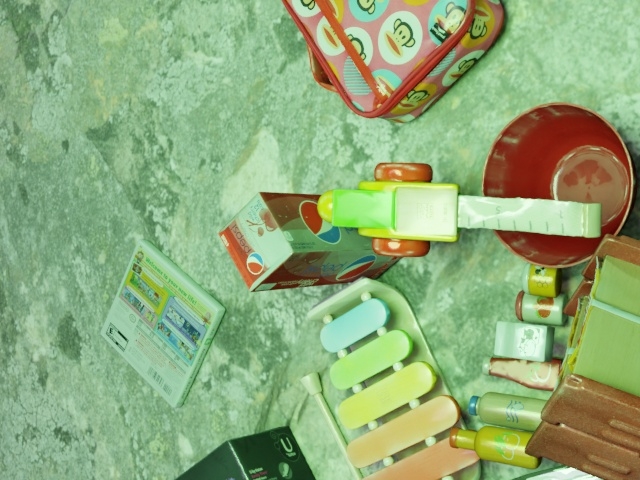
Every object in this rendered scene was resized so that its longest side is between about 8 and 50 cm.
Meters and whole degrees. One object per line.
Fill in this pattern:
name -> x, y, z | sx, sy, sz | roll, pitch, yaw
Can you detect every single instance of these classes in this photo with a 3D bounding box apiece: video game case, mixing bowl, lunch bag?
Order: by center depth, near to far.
mixing bowl -> 0.286, -0.061, 1.020 | 0.181, 0.098, 0.182 | 1, 92, 42
lunch bag -> 0.071, -0.305, 1.174 | 0.258, 0.120, 0.293 | -44, 65, 32
video game case -> -0.263, 0.134, 1.473 | 0.212, 0.023, 0.193 | 37, 111, 31

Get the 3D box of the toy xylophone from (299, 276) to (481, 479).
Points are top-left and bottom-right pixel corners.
toy xylophone -> 0.079, 0.222, 1.189 | 0.236, 0.081, 0.323 | -43, 67, 29

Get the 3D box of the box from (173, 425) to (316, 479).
box -> -0.078, 0.424, 1.266 | 0.165, 0.143, 0.270 | -40, 68, 27

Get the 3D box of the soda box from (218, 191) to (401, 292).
soda box -> 0.000, 0.000, 1.131 | 0.083, 0.263, 0.092 | -42, 67, 29

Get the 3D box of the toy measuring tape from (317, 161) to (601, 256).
toy measuring tape -> 0.155, -0.033, 1.029 | 0.329, 0.121, 0.122 | 3, 92, 23

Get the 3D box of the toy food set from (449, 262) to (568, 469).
toy food set -> 0.224, 0.140, 1.057 | 0.104, 0.111, 0.233 | 4, 87, 28

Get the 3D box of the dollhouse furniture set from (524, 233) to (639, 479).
dollhouse furniture set -> 0.413, 0.165, 0.878 | 0.373, 0.201, 0.152 | 21, 144, 13

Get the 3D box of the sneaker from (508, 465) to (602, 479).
sneaker -> 0.324, 0.332, 0.993 | 0.295, 0.123, 0.179 | -24, 67, 33
